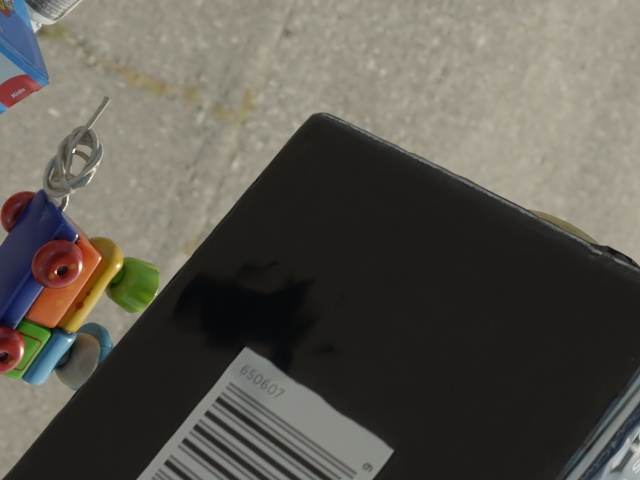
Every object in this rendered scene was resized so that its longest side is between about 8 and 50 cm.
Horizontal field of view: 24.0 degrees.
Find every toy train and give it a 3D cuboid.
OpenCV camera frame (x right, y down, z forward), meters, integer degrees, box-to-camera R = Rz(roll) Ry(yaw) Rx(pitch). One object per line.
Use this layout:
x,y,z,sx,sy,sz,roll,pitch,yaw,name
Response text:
-0.190,0.014,1.250,0.143,0.105,0.248,28,102,-40,toy train

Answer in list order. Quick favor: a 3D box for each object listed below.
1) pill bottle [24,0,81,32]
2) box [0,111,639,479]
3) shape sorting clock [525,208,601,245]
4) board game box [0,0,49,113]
-0.239,-0.242,1.338,0.137,0.078,0.078,-37,160,16,pill bottle
0.033,0.269,0.935,0.480,0.297,0.471,-50,141,-11,box
0.209,0.063,1.336,0.040,0.206,0.206,-31,140,-34,shape sorting clock
-0.392,-0.172,1.199,0.302,0.308,0.086,-32,145,11,board game box
